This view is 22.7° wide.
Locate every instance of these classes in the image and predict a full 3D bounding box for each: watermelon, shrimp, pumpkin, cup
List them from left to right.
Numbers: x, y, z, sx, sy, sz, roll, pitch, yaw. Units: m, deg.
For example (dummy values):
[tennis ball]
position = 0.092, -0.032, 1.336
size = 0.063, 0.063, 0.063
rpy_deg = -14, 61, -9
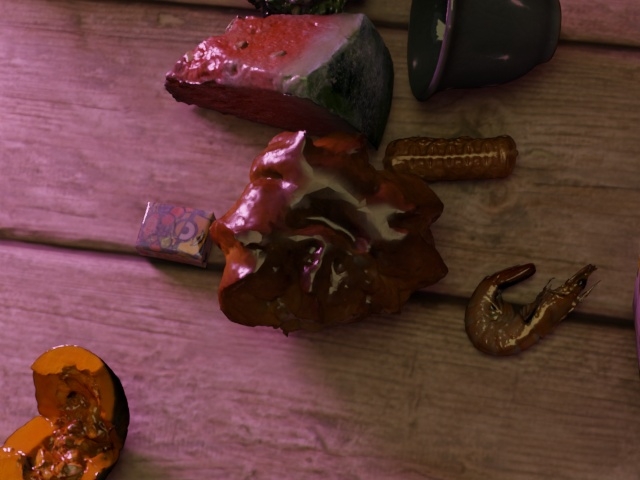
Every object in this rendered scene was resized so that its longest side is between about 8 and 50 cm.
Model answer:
[pumpkin]
position = -0.274, 0.214, 1.750
size = 0.119, 0.107, 0.183
rpy_deg = 23, 82, 22
[watermelon]
position = -0.062, -0.192, 1.848
size = 0.257, 0.193, 0.139
rpy_deg = 5, 70, 22
[cup]
position = 0.194, -0.251, 1.839
size = 0.150, 0.199, 0.199
rpy_deg = 5, 70, -10
[shrimp]
position = 0.233, 0.065, 1.783
size = 0.162, 0.045, 0.095
rpy_deg = -37, 49, -2

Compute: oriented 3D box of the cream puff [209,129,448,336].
[cream puff]
position = 0.000, 0.000, 1.767
size = 0.269, 0.155, 0.241
rpy_deg = -39, 80, -10

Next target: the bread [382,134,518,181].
[bread]
position = 0.150, -0.095, 1.841
size = 0.157, 0.044, 0.052
rpy_deg = -2, 67, 6

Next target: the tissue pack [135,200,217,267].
[tissue pack]
position = -0.167, -0.007, 1.855
size = 0.083, 0.035, 0.063
rpy_deg = 9, 71, 10

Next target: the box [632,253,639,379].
[box]
position = 0.383, 0.111, 1.623
size = 0.111, 0.260, 0.194
rpy_deg = -4, 69, 5

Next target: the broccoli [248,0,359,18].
[broccoli]
position = 0.027, -0.360, 1.861
size = 0.275, 0.199, 0.177
rpy_deg = -43, 45, 24
